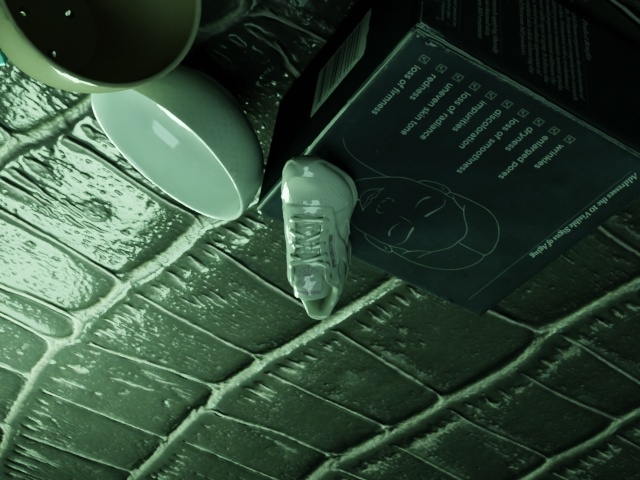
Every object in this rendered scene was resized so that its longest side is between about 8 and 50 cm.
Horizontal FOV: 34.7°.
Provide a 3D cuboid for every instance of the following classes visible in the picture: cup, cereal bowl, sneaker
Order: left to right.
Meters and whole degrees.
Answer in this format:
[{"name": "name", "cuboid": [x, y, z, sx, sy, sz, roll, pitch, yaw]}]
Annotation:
[{"name": "cup", "cuboid": [-0.386, -0.369, 1.598, 0.331, 0.331, 0.237, 34, 153, -26]}, {"name": "cereal bowl", "cuboid": [-0.229, -0.197, 1.794, 0.339, 0.141, 0.339, 33, 159, 14]}, {"name": "sneaker", "cuboid": [0.000, 0.000, 1.601, 0.114, 0.152, 0.305, 1, 138, 11]}]

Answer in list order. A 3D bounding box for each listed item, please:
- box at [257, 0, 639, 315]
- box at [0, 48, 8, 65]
[{"name": "box", "cuboid": [0.224, -0.176, 1.697, 0.471, 0.297, 0.480, 27, 136, -19]}, {"name": "box", "cuboid": [-0.673, -0.349, 1.788, 0.244, 0.060, 0.101, -5, 135, 10]}]
